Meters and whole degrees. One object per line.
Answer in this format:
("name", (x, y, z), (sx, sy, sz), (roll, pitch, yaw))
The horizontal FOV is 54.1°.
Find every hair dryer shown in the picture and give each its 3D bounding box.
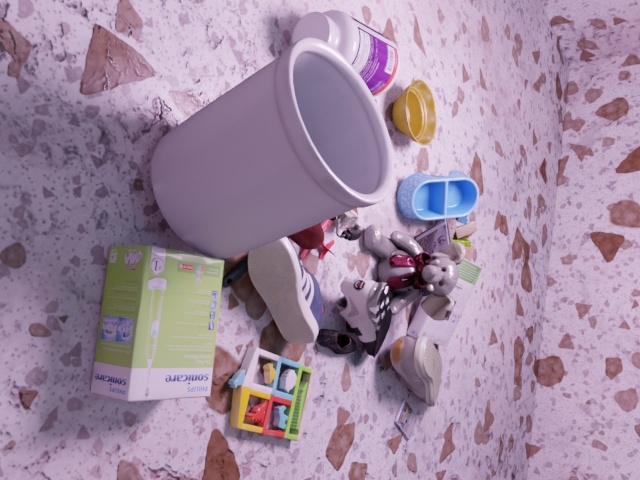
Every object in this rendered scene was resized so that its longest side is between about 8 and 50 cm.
("hair dryer", (-0.006, -0.083, 1.586), (0.293, 0.080, 0.224), (-14, 121, -36))

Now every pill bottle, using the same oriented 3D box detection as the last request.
("pill bottle", (0.071, -0.513, 1.719), (0.322, 0.181, 0.182), (4, 86, -52))

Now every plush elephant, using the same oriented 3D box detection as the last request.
("plush elephant", (0.310, 0.107, 1.955), (0.330, 0.255, 0.272), (16, 76, -52))

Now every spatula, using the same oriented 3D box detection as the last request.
("spatula", (-0.148, 0.020, 1.536), (0.296, 0.030, 0.084), (-48, 129, -42))

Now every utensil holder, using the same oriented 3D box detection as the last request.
("utensil holder", (-0.101, -0.161, 1.252), (0.327, 0.385, 0.328), (34, 45, -42))

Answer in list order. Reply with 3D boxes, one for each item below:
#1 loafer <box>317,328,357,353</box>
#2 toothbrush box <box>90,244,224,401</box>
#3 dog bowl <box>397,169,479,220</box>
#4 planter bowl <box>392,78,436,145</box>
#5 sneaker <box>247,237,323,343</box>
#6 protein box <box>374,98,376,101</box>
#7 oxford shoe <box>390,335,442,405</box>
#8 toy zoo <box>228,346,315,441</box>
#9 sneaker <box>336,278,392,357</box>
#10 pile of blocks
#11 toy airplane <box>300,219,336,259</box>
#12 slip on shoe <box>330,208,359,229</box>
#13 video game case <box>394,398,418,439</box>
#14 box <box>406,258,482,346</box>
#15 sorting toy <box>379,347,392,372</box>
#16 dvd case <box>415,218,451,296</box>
("loafer", (0.061, 0.291, 1.780), (0.170, 0.061, 0.062), (24, 68, -51))
("toothbrush box", (-0.315, 0.162, 1.235), (0.206, 0.122, 0.284), (14, 77, -53))
("dog bowl", (0.407, -0.147, 2.123), (0.297, 0.074, 0.166), (-6, 106, -21))
("planter bowl", (0.301, -0.421, 2.097), (0.217, 0.090, 0.218), (4, 85, -53))
("sneaker", (-0.077, 0.090, 1.552), (0.148, 0.131, 0.350), (-67, 151, -48))
("protein box", (0.049, -0.297, 1.719), (0.199, 0.135, 0.201), (3, 87, -53))
("oxford shoe", (0.325, 0.430, 2.089), (0.449, 0.129, 0.169), (59, 38, -54))
("toy zoo", (-0.126, 0.381, 1.555), (0.293, 0.030, 0.193), (32, 64, -48))
("sneaker", (0.124, 0.215, 1.826), (0.331, 0.146, 0.123), (82, 31, -46))
("pile of blocks", (0.472, -0.072, 2.284), (0.148, 0.112, 0.363), (-19, 114, -11))
("toy airplane", (0.000, 0.000, 1.722), (0.151, 0.028, 0.151), (-18, 118, -36))
("slip on shoe", (0.009, -0.141, 1.687), (0.331, 0.122, 0.102), (41, 48, -50))
("video game case", (0.290, 0.605, 2.118), (0.122, 0.011, 0.087), (58, 47, -35))
("box", (0.441, 0.208, 2.206), (0.232, 0.058, 0.322), (23, 93, -51))
("sorting toy", (0.209, 0.390, 2.016), (0.083, 0.012, 0.062), (-29, 117, -53))
("dvd case", (0.382, 0.058, 2.096), (0.018, 0.164, 0.222), (11, 64, -28))
